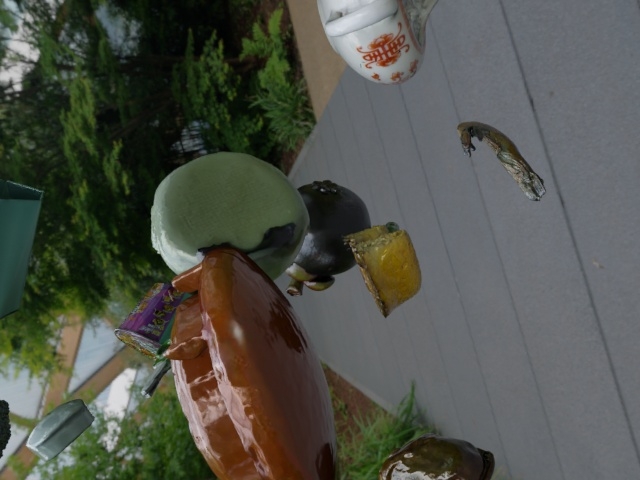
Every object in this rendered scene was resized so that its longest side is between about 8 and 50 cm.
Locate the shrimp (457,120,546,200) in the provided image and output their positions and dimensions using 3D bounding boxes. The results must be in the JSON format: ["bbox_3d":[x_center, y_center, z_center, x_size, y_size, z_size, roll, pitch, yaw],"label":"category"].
[{"bbox_3d":[0.349,-0.164,0.893,0.046,0.152,0.219,-54,50,40],"label":"shrimp"}]

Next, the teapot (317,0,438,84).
[{"bbox_3d":[0.055,-0.232,0.453,0.245,0.116,0.159,-70,-26,-49],"label":"teapot"}]

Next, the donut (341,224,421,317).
[{"bbox_3d":[0.114,0.055,0.833,0.259,0.101,0.152,-131,18,-82],"label":"donut"}]

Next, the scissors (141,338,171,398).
[{"bbox_3d":[-0.335,0.263,0.985,0.027,0.101,0.204,57,-165,-16],"label":"scissors"}]

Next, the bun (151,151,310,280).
[{"bbox_3d":[-0.177,-0.022,0.899,0.187,0.293,0.293,114,141,-55],"label":"bun"}]

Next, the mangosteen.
[{"bbox_3d":[0.000,0.000,1.686,0.382,0.382,0.434,-126,39,-60],"label":"mangosteen"}]

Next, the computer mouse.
[{"bbox_3d":[-0.551,0.398,0.973,0.079,0.128,0.231,49,140,-1],"label":"computer mouse"}]

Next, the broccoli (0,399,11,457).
[{"bbox_3d":[-1.084,0.556,1.379,0.302,0.249,0.375,44,167,-33],"label":"broccoli"}]

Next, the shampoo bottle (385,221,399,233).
[{"bbox_3d":[0.253,0.008,1.667,0.204,0.065,0.065,-67,-26,-56],"label":"shampoo bottle"}]

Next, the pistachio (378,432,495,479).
[{"bbox_3d":[0.198,0.404,0.799,0.165,0.210,0.130,-84,-31,-57],"label":"pistachio"}]

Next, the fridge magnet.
[{"bbox_3d":[-0.079,0.181,0.620,0.363,0.155,0.363,-24,-90,-90],"label":"fridge magnet"}]

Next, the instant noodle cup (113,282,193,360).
[{"bbox_3d":[-0.491,0.264,1.460,0.251,0.251,0.190,95,-164,-58],"label":"instant noodle cup"}]

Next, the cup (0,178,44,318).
[{"bbox_3d":[-0.589,0.017,0.831,0.134,0.148,0.235,-63,-12,-76],"label":"cup"}]
